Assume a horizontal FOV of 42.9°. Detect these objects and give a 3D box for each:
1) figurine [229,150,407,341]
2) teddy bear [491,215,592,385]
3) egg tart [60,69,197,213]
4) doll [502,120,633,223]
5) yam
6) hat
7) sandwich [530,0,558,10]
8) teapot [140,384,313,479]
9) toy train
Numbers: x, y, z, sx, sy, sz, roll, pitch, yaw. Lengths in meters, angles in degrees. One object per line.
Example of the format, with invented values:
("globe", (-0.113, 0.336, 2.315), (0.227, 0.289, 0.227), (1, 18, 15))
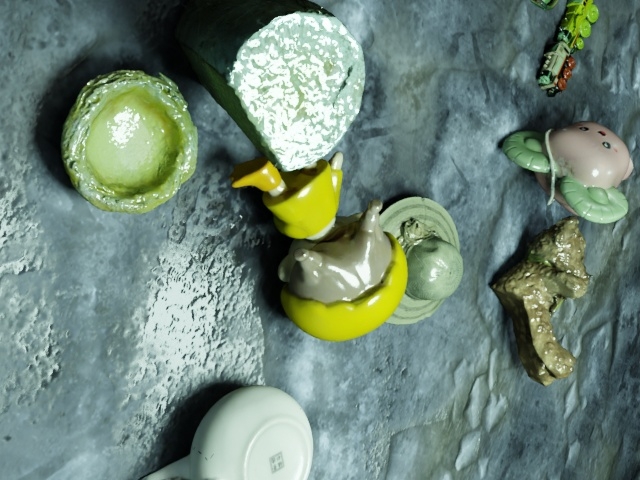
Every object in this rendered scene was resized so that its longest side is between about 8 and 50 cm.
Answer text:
("figurine", (0.000, 0.000, 1.271), (0.215, 0.187, 0.343), (-35, 116, -8))
("teddy bear", (0.493, 0.129, 1.713), (0.223, 0.246, 0.296), (-24, 75, -7))
("egg tart", (-0.260, -0.130, 1.079), (0.197, 0.078, 0.197), (-5, 98, -40))
("doll", (0.528, -0.133, 1.705), (0.268, 0.284, 0.216), (-18, 142, -40))
("yam", (-0.073, -0.249, 1.116), (0.201, 0.271, 0.202), (-38, 128, -13))
("hat", (0.195, 0.050, 1.475), (0.252, 0.110, 0.252), (-7, 102, -34))
("sandwich", (0.407, -0.592, 1.588), (0.212, 0.109, 0.292), (-28, 126, -18))
("teapot", (-0.124, 0.325, 1.226), (0.300, 0.166, 0.208), (-13, 111, -33))
("toy train", (0.541, -0.429, 1.794), (0.085, 0.053, 0.249), (37, 71, -30))
